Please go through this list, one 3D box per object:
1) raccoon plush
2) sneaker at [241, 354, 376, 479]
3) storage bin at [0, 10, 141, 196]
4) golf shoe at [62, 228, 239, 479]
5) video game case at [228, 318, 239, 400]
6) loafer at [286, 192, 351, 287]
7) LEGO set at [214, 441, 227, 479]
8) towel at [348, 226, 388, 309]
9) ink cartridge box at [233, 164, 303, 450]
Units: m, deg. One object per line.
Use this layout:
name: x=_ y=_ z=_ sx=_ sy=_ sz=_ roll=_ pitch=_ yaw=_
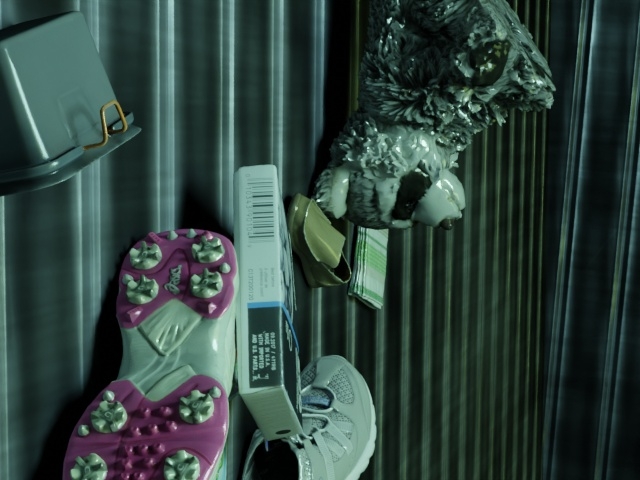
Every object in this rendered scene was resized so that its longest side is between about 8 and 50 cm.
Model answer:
raccoon plush: x=0.076 y=-0.220 z=1.534 sx=0.216 sy=0.299 sz=0.446 roll=28 pitch=33 yaw=-53
sneaker: x=-0.015 y=0.214 z=1.325 sx=0.281 sy=0.105 sz=0.115 roll=-71 pitch=150 yaw=-46
storage bin: x=-0.181 y=-0.091 z=0.826 sx=0.135 sy=0.098 sz=0.091 roll=-49 pitch=128 yaw=-61
golf shoe: x=-0.114 y=0.137 z=0.994 sx=0.140 sy=0.115 sz=0.306 roll=84 pitch=13 yaw=-49
video game case: x=-0.082 y=0.106 z=1.256 sx=0.122 sy=0.011 sz=0.087 roll=-25 pitch=116 yaw=-69
loafer: x=0.000 y=0.000 z=1.420 sx=0.148 sy=0.050 sz=0.056 roll=66 pitch=32 yaw=-53
LEGO set: x=-0.110 y=0.279 z=1.127 sx=0.244 sy=0.060 sz=0.182 roll=2 pitch=90 yaw=-74
towel: x=0.063 y=0.006 z=1.662 sx=0.113 sy=0.023 sz=0.152 roll=38 pitch=55 yaw=-70
ink cartridge box: x=-0.045 y=0.068 z=1.173 sx=0.208 sy=0.045 sz=0.206 roll=82 pitch=4 yaw=-68
